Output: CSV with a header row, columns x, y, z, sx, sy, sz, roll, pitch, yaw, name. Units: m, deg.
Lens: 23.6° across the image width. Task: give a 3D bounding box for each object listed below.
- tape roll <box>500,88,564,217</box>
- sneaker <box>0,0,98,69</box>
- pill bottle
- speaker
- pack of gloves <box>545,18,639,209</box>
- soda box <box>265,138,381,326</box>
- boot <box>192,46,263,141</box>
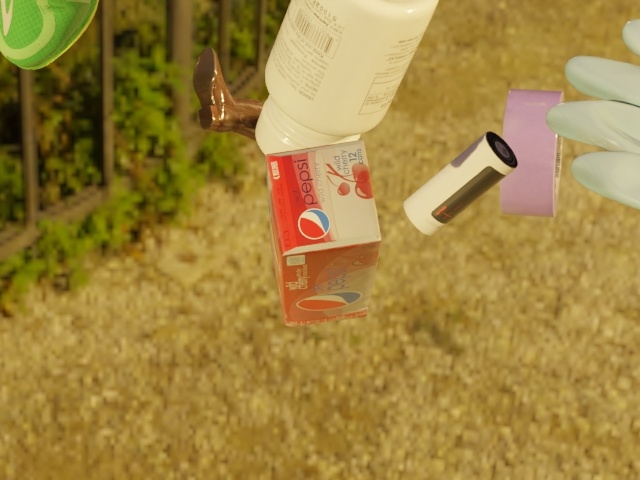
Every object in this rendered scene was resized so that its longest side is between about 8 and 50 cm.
x,y,z,sx,sy,sz,roll,pitch,yaw,name
0.316,-0.130,2.279,0.080,0.189,0.189,5,31,11,tape roll
-0.245,-0.271,1.375,0.109,0.295,0.123,38,40,6,sneaker
0.018,-0.177,1.511,0.131,0.229,0.131,14,42,-13,pill bottle
0.161,-0.065,1.771,0.055,0.136,0.055,37,30,-25,speaker
0.201,-0.038,0.493,0.232,0.046,0.195,24,54,21,pack of gloves
0.000,0.000,1.329,0.083,0.263,0.092,-9,74,-4,soda box
-0.103,-0.176,1.875,0.037,0.106,0.114,-4,-6,40,boot
